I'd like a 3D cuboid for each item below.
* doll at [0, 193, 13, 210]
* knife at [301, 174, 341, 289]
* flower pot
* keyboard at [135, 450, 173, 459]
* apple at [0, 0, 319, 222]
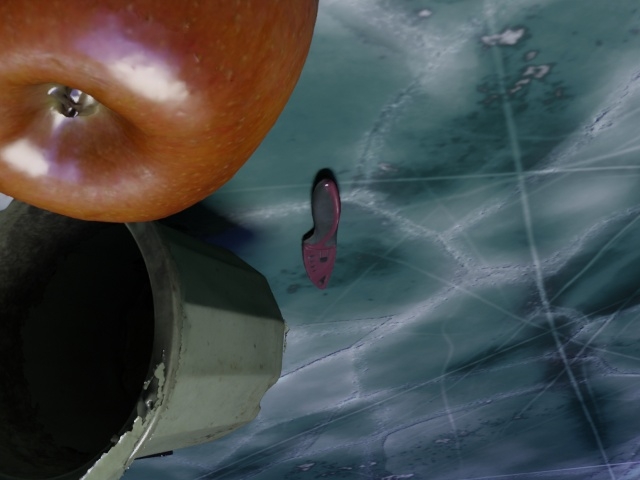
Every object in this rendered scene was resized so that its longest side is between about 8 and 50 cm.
[{"bbox_3d":[-0.329,-0.043,0.912,0.227,0.057,0.114,-1,147,1],"label":"doll"},{"bbox_3d":[0.000,0.000,1.154,0.035,0.018,0.247,-10,154,-7],"label":"knife"},{"bbox_3d":[-0.177,0.082,1.016,0.290,0.290,0.259,-23,164,24],"label":"flower pot"},{"bbox_3d":[-0.320,0.298,1.613,0.231,0.023,0.072,-8,160,-5],"label":"keyboard"},{"bbox_3d":[-0.123,-0.131,0.650,0.251,0.206,0.272,9,149,-28],"label":"apple"}]
